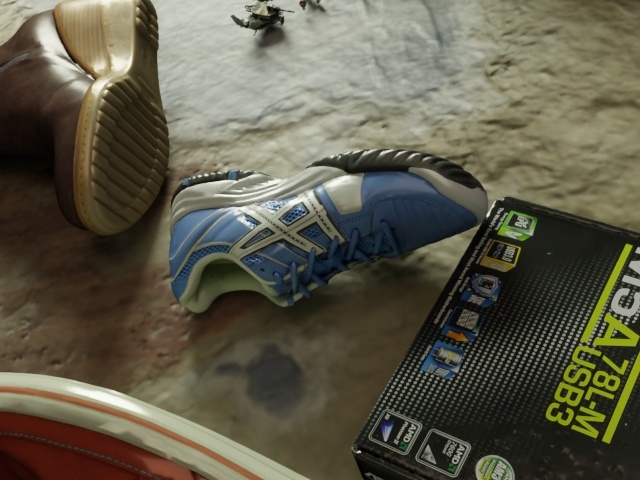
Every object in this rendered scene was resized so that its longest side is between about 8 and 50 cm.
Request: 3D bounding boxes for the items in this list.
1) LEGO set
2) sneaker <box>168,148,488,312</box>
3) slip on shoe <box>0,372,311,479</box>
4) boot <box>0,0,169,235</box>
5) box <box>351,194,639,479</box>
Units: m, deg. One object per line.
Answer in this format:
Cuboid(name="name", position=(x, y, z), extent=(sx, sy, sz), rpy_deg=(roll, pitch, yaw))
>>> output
Cuboid(name="LEGO set", position=(-0.038, -0.195, 0.748), extent=(0.083, 0.023, 0.054), rpy_deg=(-12, 50, -13))
Cuboid(name="sneaker", position=(0.000, 0.000, 0.539), extent=(0.211, 0.080, 0.081), rpy_deg=(-9, 57, 25))
Cuboid(name="slip on shoe", position=(-0.065, 0.149, 0.406), extent=(0.331, 0.123, 0.101), rpy_deg=(19, 62, 22))
Cuboid(name="boot", position=(-0.224, -0.080, 0.674), extent=(0.207, 0.090, 0.248), rpy_deg=(-17, 49, 16))
Cuboid(name="box", position=(0.141, 0.076, 0.457), extent=(0.184, 0.045, 0.190), rpy_deg=(18, 58, 30))
